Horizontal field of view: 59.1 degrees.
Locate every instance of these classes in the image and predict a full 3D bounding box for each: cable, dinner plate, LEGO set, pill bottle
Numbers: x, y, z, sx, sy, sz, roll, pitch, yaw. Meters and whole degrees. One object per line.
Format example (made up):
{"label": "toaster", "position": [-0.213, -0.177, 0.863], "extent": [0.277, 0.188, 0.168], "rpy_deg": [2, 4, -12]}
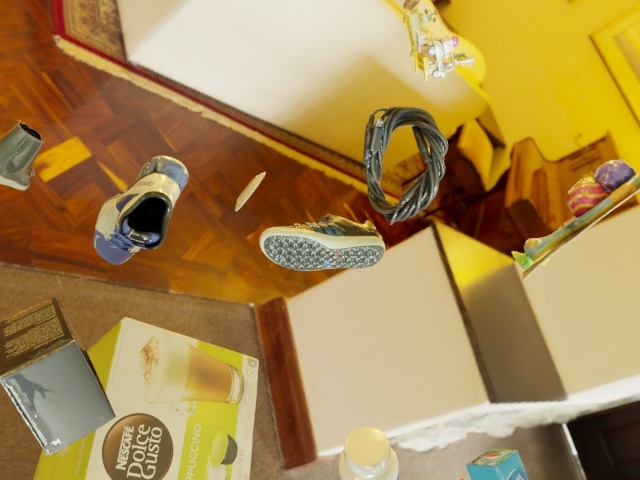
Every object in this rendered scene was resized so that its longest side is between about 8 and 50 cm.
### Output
{"label": "cable", "position": [0.128, -0.113, 0.873], "extent": [0.047, 0.150, 0.185], "rpy_deg": [-11, 111, -45]}
{"label": "dinner plate", "position": [-0.204, -0.143, 1.609], "extent": [0.017, 0.141, 0.141], "rpy_deg": [39, 35, -13]}
{"label": "LEGO set", "position": [0.246, -0.432, 1.186], "extent": [0.132, 0.106, 0.287], "rpy_deg": [79, 1, -49]}
{"label": "pill bottle", "position": [0.124, 0.600, 1.431], "extent": [0.152, 0.152, 0.272], "rpy_deg": [-71, 158, -52]}

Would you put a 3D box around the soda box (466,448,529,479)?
{"label": "soda box", "position": [0.333, 0.474, 0.970], "extent": [0.067, 0.071, 0.210], "rpy_deg": [-16, 82, -35]}

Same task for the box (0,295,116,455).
{"label": "box", "position": [-0.420, 0.202, 0.884], "extent": [0.108, 0.207, 0.153], "rpy_deg": [-27, 118, -24]}

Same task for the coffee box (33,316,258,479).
{"label": "coffee box", "position": [-0.373, 0.418, 1.209], "extent": [0.334, 0.338, 0.338], "rpy_deg": [26, 47, -31]}

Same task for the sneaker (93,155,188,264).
{"label": "sneaker", "position": [-0.428, -0.038, 1.279], "extent": [0.127, 0.315, 0.182], "rpy_deg": [34, 30, -25]}

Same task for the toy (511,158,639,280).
{"label": "toy", "position": [0.347, -0.049, 0.740], "extent": [0.056, 0.237, 0.137], "rpy_deg": [47, 22, 9]}

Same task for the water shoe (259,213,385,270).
{"label": "water shoe", "position": [0.000, 0.000, 0.894], "extent": [0.202, 0.073, 0.080], "rpy_deg": [7, 39, -18]}

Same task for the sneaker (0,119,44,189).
{"label": "sneaker", "position": [-0.605, -0.172, 1.153], "extent": [0.083, 0.118, 0.222], "rpy_deg": [46, -5, -13]}

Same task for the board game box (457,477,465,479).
{"label": "board game box", "position": [0.166, 0.629, 1.119], "extent": [0.064, 0.242, 0.316], "rpy_deg": [50, 35, 14]}
